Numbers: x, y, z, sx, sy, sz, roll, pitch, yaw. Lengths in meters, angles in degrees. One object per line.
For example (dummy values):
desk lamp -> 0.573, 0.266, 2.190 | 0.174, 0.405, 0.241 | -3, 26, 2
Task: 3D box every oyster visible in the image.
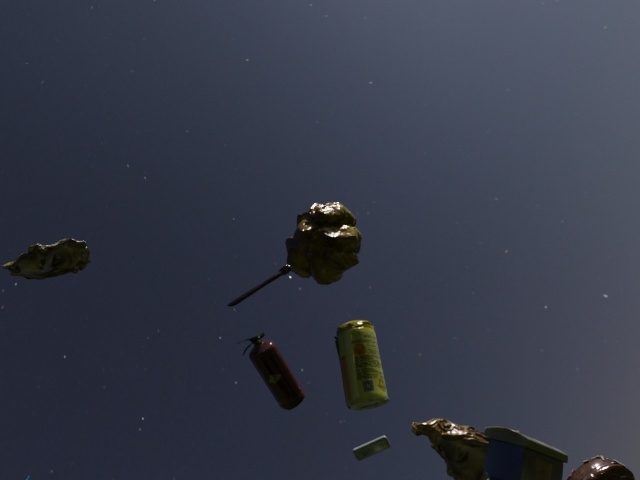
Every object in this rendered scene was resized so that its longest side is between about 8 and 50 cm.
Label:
oyster -> -0.600, 0.038, 0.926 | 0.166, 0.053, 0.108 | -18, -28, -40
oyster -> 0.464, 0.629, 1.267 | 0.204, 0.111, 0.396 | -34, -64, 24

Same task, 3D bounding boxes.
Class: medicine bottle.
medicine bottle -> 0.110, 0.339, 1.169 | 0.124, 0.238, 0.124 | -7, -34, -5

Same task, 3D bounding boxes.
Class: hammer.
hammer -> -0.146, 0.113, 1.017 | 0.178, 0.065, 0.021 | -34, -90, -21

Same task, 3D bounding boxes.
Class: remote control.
remote control -> 0.172, 0.700, 1.413 | 0.125, 0.018, 0.053 | -26, -73, 3

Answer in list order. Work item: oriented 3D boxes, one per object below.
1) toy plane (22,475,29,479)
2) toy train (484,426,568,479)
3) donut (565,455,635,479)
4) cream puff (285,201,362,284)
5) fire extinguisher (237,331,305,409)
toy plane -> -0.794, 0.792, 1.210 | 0.271, 0.105, 0.254 | -35, -71, 5
toy train -> 0.521, 0.601, 1.066 | 0.300, 0.131, 0.201 | 33, -114, -35
donut -> 0.906, 0.829, 1.370 | 0.270, 0.103, 0.269 | -4, -73, -15
cream puff -> 0.006, 0.008, 1.242 | 0.196, 0.244, 0.244 | -17, -60, -46
fire extinguisher -> -0.191, 0.498, 1.630 | 0.135, 0.114, 0.337 | -38, -74, -39
